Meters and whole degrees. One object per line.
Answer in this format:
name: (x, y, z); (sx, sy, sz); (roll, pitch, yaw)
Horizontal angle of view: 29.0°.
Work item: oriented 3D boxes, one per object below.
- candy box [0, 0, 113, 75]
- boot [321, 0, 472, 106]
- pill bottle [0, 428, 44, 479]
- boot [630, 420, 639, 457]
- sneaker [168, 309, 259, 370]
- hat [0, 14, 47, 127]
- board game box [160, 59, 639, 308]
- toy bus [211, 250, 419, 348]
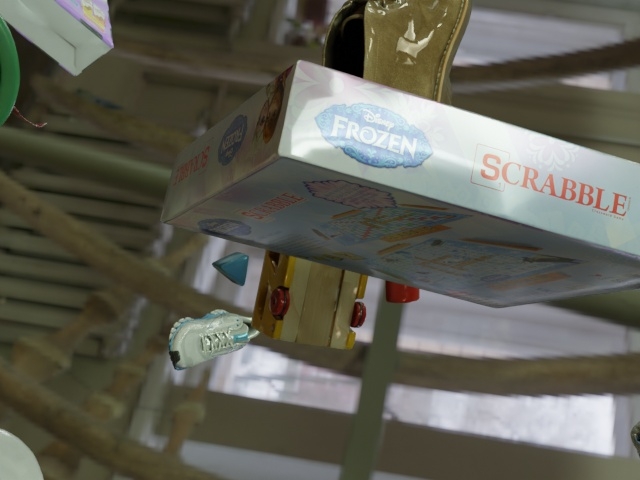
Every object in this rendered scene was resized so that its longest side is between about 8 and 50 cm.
candy box: (-0.348, -0.329, 1.558); (0.165, 0.070, 0.196); (39, 26, -41)
boot: (0.068, -0.213, 1.178); (0.115, 0.112, 0.305); (38, 46, -39)
pill bottle: (-0.446, 0.258, 1.268); (0.176, 0.319, 0.176); (-3, 94, -51)
boot: (0.549, 0.250, 1.662); (0.123, 0.258, 0.095); (48, 22, -47)
sneaker: (-0.152, 0.141, 1.823); (0.191, 0.083, 0.071); (-27, 112, -60)
hat: (-0.406, -0.187, 1.330); (0.183, 0.173, 0.208); (-126, -157, -70)
board game box: (0.072, -0.023, 0.917); (0.319, 0.318, 0.065); (162, -59, -68)
toy bus: (-0.007, 0.011, 1.260); (0.191, 0.202, 0.104); (59, -16, -19)
